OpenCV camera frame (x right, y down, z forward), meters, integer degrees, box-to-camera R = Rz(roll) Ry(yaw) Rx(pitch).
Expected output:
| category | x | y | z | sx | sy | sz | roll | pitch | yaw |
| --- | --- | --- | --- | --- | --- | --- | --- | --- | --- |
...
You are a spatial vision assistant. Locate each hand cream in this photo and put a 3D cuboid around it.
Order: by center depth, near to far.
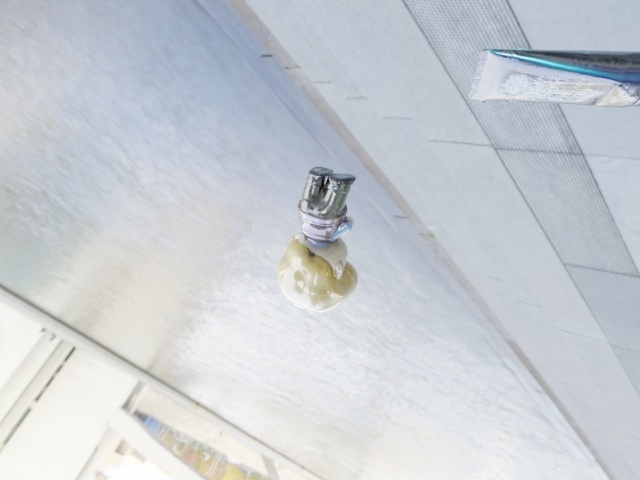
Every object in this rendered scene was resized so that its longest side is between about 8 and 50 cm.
| category | x | y | z | sx | sy | sz | roll | pitch | yaw |
| --- | --- | --- | --- | --- | --- | --- | --- | --- | --- |
| hand cream | 0.359 | -0.234 | 0.681 | 0.270 | 0.061 | 0.120 | 7 | 166 | 10 |

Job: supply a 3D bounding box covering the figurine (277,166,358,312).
| category | x | y | z | sx | sy | sz | roll | pitch | yaw |
| --- | --- | --- | --- | --- | --- | --- | --- | --- | --- |
| figurine | 0.000 | 0.000 | 0.632 | 0.114 | 0.108 | 0.196 | 15 | 114 | 18 |
